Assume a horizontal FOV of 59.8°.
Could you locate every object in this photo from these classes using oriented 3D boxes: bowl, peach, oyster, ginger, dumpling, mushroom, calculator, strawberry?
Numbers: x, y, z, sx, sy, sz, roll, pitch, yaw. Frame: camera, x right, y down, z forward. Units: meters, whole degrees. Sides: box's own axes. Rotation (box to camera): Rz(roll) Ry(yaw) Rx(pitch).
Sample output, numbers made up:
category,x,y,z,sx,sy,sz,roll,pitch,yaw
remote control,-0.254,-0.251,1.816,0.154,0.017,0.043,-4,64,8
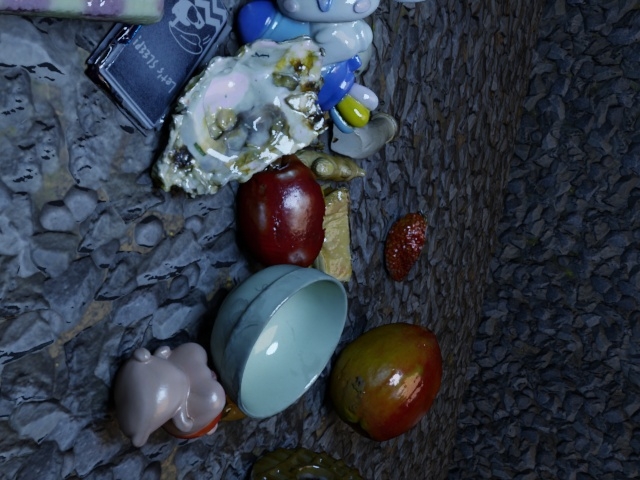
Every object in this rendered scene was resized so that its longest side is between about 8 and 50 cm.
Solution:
category,x,y,z,sx,sy,sz,roll,pitch,yaw
bowl,-0.095,0.177,1.098,0.307,0.163,0.307,-32,138,-35
peach,-0.083,-0.026,1.138,0.153,0.158,0.268,-14,125,-32
oyster,-0.045,-0.226,1.225,0.132,0.086,0.029,17,125,-27
ginger,0.022,-0.172,1.309,0.298,0.117,0.065,-11,118,-65
dumpling,0.072,-0.462,1.266,0.169,0.099,0.134,33,62,-59
oyster,-0.143,-0.215,0.953,0.354,0.107,0.201,-33,119,-11
peach,0.198,0.402,1.639,0.372,0.289,0.373,-34,136,-40
mushroom,0.111,-0.264,1.414,0.247,0.108,0.096,-23,162,-50
calculator,-0.243,-0.315,0.888,0.274,0.028,0.166,-62,149,-18
strawberry,0.257,0.009,1.767,0.175,0.106,0.236,153,-44,-82

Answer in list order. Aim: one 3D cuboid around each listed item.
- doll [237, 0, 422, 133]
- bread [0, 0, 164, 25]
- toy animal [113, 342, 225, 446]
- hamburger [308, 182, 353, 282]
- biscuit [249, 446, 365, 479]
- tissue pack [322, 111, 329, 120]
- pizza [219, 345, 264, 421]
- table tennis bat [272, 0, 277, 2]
category,x,y,z,sx,sy,sz,roll,pitch,yaw
doll,-0.011,-0.374,1.012,0.187,0.376,0.366,-48,159,-47
bread,-0.335,-0.340,0.605,0.338,0.155,0.187,-28,134,-53
toy animal,-0.258,0.273,0.984,0.197,0.171,0.171,20,85,-55
hamburger,0.000,0.000,1.336,0.130,0.124,0.262,-18,115,-33
biscuit,-0.019,0.619,1.357,0.332,0.332,0.103,5,103,-59
tissue pack,-0.011,-0.309,1.255,0.063,0.035,0.083,-37,131,-45
pizza,-0.125,0.269,1.268,0.335,0.086,0.226,-37,133,-44
table tennis bat,-0.033,-0.509,1.150,0.220,0.019,0.130,-60,146,-21
